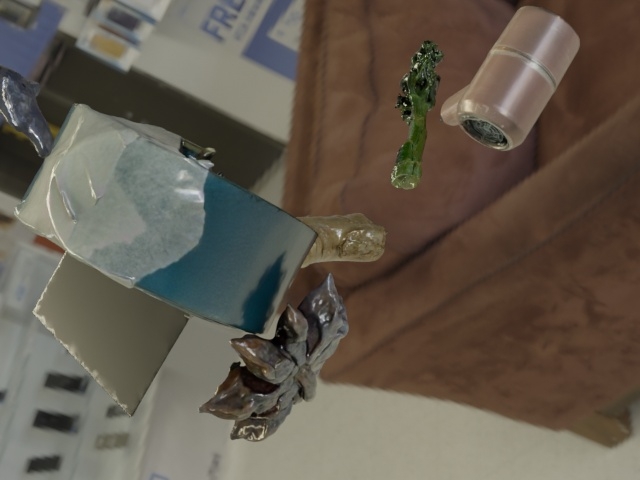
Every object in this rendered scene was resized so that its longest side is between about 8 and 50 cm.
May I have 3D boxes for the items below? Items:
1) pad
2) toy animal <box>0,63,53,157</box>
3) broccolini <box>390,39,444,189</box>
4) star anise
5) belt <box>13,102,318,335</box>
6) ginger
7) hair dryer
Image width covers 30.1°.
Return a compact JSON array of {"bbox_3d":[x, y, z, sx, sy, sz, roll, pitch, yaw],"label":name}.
[{"bbox_3d":[-0.290,0.102,1.617,0.245,0.006,0.170,39,104,31],"label":"pad"},{"bbox_3d":[-0.389,-0.211,1.026,0.081,0.367,0.206,128,155,-59],"label":"toy animal"},{"bbox_3d":[0.084,-0.119,1.157,0.057,0.071,0.254,-18,24,23],"label":"broccolini"},{"bbox_3d":[-0.033,0.139,1.372,0.230,0.081,0.262,-63,-21,8],"label":"star anise"},{"bbox_3d":[-0.169,-0.018,1.355,0.173,0.300,0.436,-62,-11,-5],"label":"belt"},{"bbox_3d":[-0.002,-0.001,1.755,0.137,0.213,0.074,11,109,49],"label":"ginger"},{"bbox_3d":[0.240,-0.204,1.755,0.189,0.106,0.344,-58,8,-15],"label":"hair dryer"}]
